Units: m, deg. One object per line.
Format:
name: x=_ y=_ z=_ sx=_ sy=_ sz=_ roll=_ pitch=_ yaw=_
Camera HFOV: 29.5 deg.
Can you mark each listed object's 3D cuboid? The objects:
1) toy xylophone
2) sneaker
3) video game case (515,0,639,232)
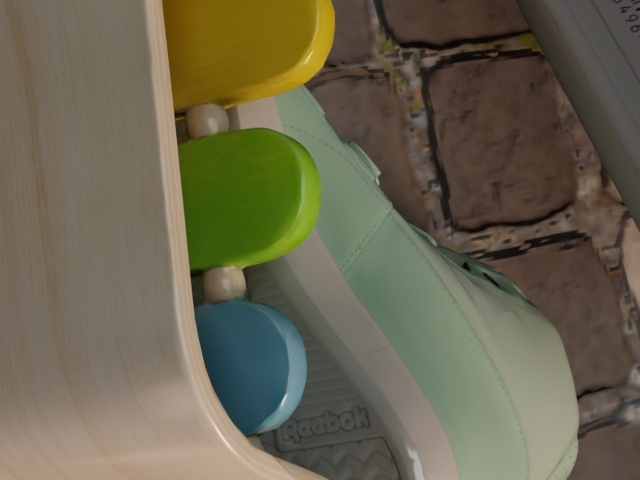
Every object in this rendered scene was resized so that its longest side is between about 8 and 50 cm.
toy xylophone: x=-0.105 y=-0.059 z=0.383 sx=0.081 sy=0.236 sz=0.322 roll=14 pitch=75 yaw=-63
sneaker: x=0.000 y=0.001 z=0.460 sx=0.151 sy=0.094 sz=0.256 roll=2 pitch=54 yaw=-54
video game case: x=0.205 y=-0.158 z=0.449 sx=0.300 sy=0.036 sz=0.329 roll=-20 pitch=58 yaw=0
